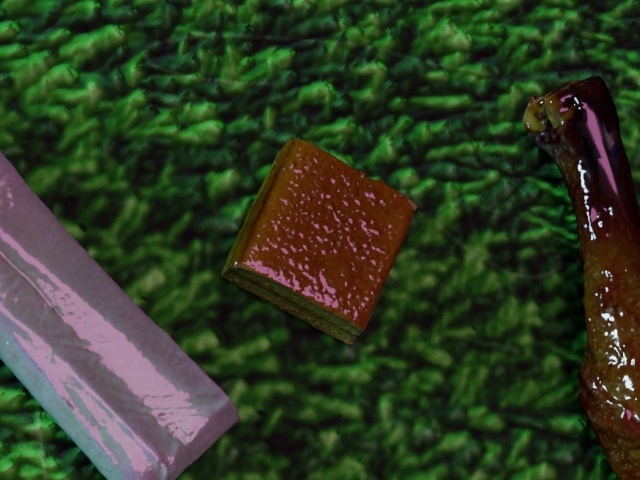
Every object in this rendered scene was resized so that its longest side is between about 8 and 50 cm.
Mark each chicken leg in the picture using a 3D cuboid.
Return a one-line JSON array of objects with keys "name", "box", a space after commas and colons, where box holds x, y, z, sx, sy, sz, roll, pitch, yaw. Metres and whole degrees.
[{"name": "chicken leg", "box": [0.233, 0.081, 1.185, 0.158, 0.096, 0.407, -30, 82, -33]}]

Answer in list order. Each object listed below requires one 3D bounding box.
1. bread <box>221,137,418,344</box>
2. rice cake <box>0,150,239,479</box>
[{"name": "bread", "box": [0.000, 0.000, 1.148, 0.090, 0.035, 0.094, 29, 63, -10]}, {"name": "rice cake", "box": [-0.146, 0.041, 1.069, 0.221, 0.042, 0.080, 48, 65, -1]}]
